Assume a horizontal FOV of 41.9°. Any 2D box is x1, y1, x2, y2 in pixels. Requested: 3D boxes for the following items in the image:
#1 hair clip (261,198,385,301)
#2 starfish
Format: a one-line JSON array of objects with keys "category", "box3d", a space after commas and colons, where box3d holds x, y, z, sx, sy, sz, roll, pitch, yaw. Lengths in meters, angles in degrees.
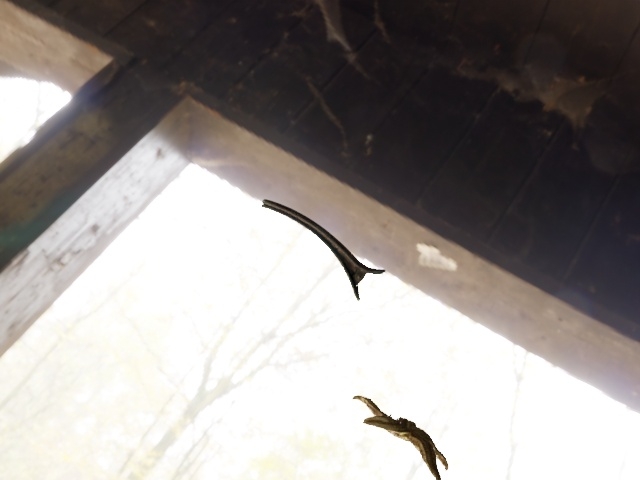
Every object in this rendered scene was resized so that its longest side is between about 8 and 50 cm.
[{"category": "hair clip", "box3d": [0.000, 0.000, 1.643, 0.275, 0.083, 0.048, 42, 10, 4]}, {"category": "starfish", "box3d": [0.181, 0.414, 1.777, 0.277, 0.062, 0.236, 36, 2, 36]}]
